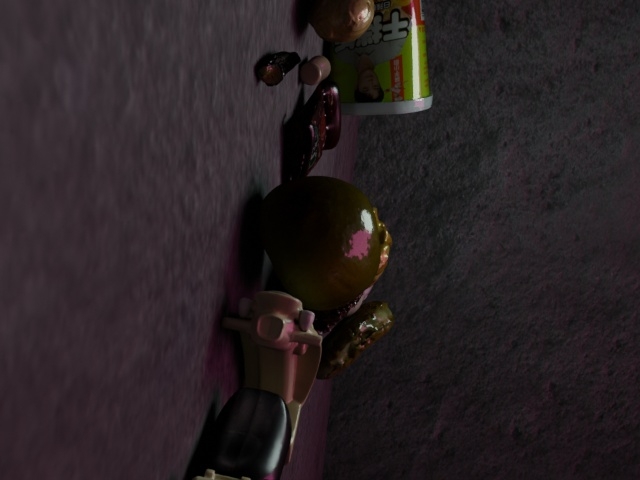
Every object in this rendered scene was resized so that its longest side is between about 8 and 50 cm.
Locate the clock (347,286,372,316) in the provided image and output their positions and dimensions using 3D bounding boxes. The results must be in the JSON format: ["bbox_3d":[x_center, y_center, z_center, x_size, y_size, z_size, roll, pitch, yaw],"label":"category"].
[{"bbox_3d":[0.071,0.047,1.552,0.326,0.183,0.343,11,81,-79],"label":"clock"}]

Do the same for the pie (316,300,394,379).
[{"bbox_3d":[0.088,0.280,1.557,0.288,0.103,0.354,-40,178,7],"label":"pie"}]

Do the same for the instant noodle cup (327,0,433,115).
[{"bbox_3d":[0.136,-0.473,1.266,0.294,0.293,0.308,-68,157,-68],"label":"instant noodle cup"}]

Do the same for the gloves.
[{"bbox_3d":[-0.008,0.087,0.961,0.210,0.135,0.312,-55,180,-32],"label":"gloves"}]

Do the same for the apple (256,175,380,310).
[{"bbox_3d":[0.000,0.000,0.744,0.196,0.156,0.197,163,-90,-87],"label":"apple"}]

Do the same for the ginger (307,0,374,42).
[{"bbox_3d":[0.076,-0.503,0.997,0.363,0.348,0.122,-45,134,-6],"label":"ginger"}]

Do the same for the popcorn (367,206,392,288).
[{"bbox_3d":[0.051,0.006,1.184,0.192,0.190,0.253,-66,-168,-12],"label":"popcorn"}]

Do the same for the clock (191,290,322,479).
[{"bbox_3d":[-0.072,0.219,0.662,0.277,0.120,0.379,94,6,-51],"label":"clock"}]

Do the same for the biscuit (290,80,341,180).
[{"bbox_3d":[-0.015,-0.189,0.965,0.235,0.063,0.152,-66,162,-51],"label":"biscuit"}]

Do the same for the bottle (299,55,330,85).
[{"bbox_3d":[-0.010,-0.313,0.980,0.096,0.045,0.045,-67,162,-64],"label":"bottle"}]

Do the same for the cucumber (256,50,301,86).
[{"bbox_3d":[-0.056,-0.235,0.712,0.034,0.033,0.135,57,22,-22],"label":"cucumber"}]
